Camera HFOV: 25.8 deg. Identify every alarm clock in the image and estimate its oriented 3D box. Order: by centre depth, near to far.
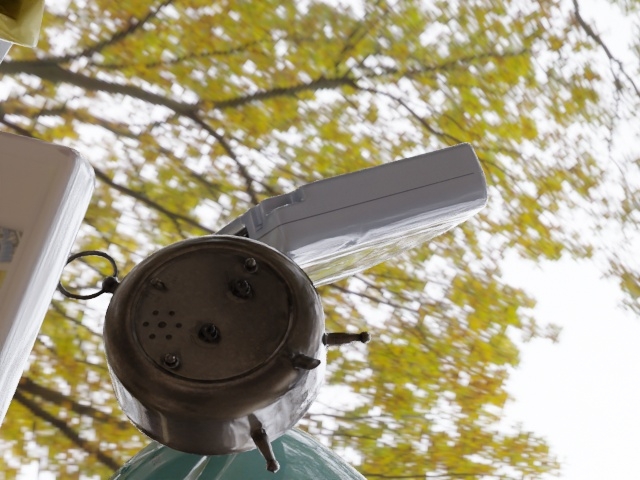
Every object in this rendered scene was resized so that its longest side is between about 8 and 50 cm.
[{"bbox_3d":[-0.079,0.050,0.829,0.192,0.064,0.129,23,-124,22],"label":"alarm clock"}]

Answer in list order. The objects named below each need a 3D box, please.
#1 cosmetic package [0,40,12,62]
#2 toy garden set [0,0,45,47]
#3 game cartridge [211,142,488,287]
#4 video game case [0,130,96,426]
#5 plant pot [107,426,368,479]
[{"bbox_3d":[-0.273,-0.143,0.711,0.138,0.225,0.224,28,-96,25],"label":"cosmetic package"},{"bbox_3d":[-0.141,-0.182,0.413,0.049,0.244,0.203,-5,-115,26],"label":"toy garden set"},{"bbox_3d":[0.000,0.000,1.094,0.196,0.294,0.060,-20,-95,-26],"label":"game cartridge"},{"bbox_3d":[-0.200,0.053,0.408,0.206,0.026,0.227,14,-111,12],"label":"video game case"},{"bbox_3d":[-0.064,0.278,1.129,0.293,0.293,0.235,-32,-74,13],"label":"plant pot"}]
